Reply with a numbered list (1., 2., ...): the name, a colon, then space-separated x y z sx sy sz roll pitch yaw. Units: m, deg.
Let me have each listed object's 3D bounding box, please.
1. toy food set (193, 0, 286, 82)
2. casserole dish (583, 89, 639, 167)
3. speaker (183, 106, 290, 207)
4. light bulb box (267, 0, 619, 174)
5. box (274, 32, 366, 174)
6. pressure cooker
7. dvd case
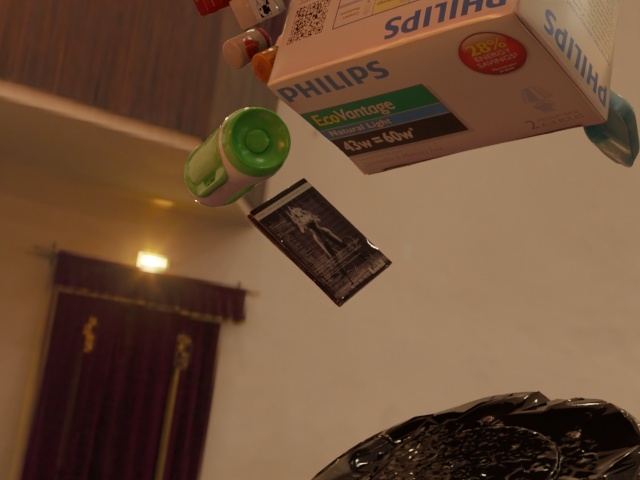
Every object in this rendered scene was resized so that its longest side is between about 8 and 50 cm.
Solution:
1. toy food set: -0.090 -0.323 1.417 0.104 0.232 0.111 -33 12 -34
2. casserole dish: 0.486 -0.196 1.834 0.114 0.037 0.188 44 -8 34
3. speaker: -0.151 -0.140 1.919 0.131 0.131 0.296 12 -14 -19
4. light bulb box: 0.166 -0.311 1.364 0.358 0.361 0.225 -10 -34 39
5. box: 0.052 -0.299 2.138 0.142 0.154 0.300 -34 -69 26
6. pressure cooker: 0.184 0.394 0.996 0.375 0.420 0.370 -7 18 43
7. dvd case: 0.000 0.000 1.884 0.164 0.221 0.018 -36 -13 -47
